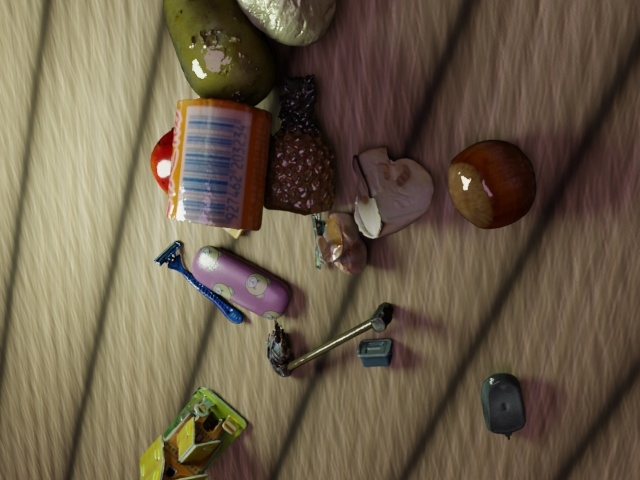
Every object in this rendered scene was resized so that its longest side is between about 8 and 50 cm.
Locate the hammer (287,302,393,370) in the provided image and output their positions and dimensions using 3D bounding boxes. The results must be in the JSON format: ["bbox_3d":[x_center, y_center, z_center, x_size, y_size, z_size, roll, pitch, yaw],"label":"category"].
[{"bbox_3d":[0.047,0.286,1.630,0.365,0.111,0.044,-33,96,25],"label":"hammer"}]

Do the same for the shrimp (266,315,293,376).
[{"bbox_3d":[-0.126,0.319,1.709,0.079,0.090,0.233,19,129,33],"label":"shrimp"}]

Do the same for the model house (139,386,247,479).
[{"bbox_3d":[-0.393,0.731,1.813,0.340,0.323,0.300,41,116,2],"label":"model house"}]

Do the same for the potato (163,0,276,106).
[{"bbox_3d":[-0.256,-0.492,1.389,0.219,0.269,0.359,-27,93,-9],"label":"potato"}]

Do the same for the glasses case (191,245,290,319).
[{"bbox_3d":[-0.237,0.123,1.689,0.316,0.076,0.123,28,109,7],"label":"glasses case"}]

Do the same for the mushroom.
[{"bbox_3d":[0.179,-0.109,1.457,0.162,0.173,0.237,110,147,-59],"label":"mushroom"}]

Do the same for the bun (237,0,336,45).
[{"bbox_3d":[-0.067,-0.566,1.304,0.244,0.243,0.153,52,153,-3],"label":"bun"}]

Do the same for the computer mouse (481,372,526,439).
[{"bbox_3d":[0.498,0.442,1.558,0.113,0.068,0.229,-10,115,8],"label":"computer mouse"}]

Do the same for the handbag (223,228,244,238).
[{"bbox_3d":[-0.258,-0.052,1.665,0.083,0.027,0.061,39,117,4],"label":"handbag"}]

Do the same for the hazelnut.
[{"bbox_3d":[0.405,-0.132,1.337,0.214,0.176,0.215,-3,106,-10],"label":"hazelnut"}]

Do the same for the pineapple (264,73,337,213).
[{"bbox_3d":[-0.050,-0.242,1.461,0.201,0.202,0.363,6,95,17],"label":"pineapple"}]

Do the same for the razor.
[{"bbox_3d":[-0.362,0.144,1.759,0.324,0.093,0.056,44,156,-4],"label":"razor"}]

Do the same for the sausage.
[{"bbox_3d":[-0.240,-0.174,1.360,0.232,0.233,0.288,6,93,17],"label":"sausage"}]

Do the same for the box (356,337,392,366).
[{"bbox_3d":[0.159,0.323,1.631,0.099,0.074,0.054,-7,120,21],"label":"box"}]

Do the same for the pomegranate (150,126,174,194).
[{"bbox_3d":[-0.352,-0.194,1.555,0.210,0.210,0.235,4,126,17],"label":"pomegranate"}]

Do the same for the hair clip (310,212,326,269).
[{"bbox_3d":[0.001,0.000,1.587,0.049,0.049,0.173,5,115,17],"label":"hair clip"}]

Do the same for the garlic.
[{"bbox_3d":[0.063,0.009,1.537,0.123,0.099,0.175,-15,100,-21],"label":"garlic"}]
